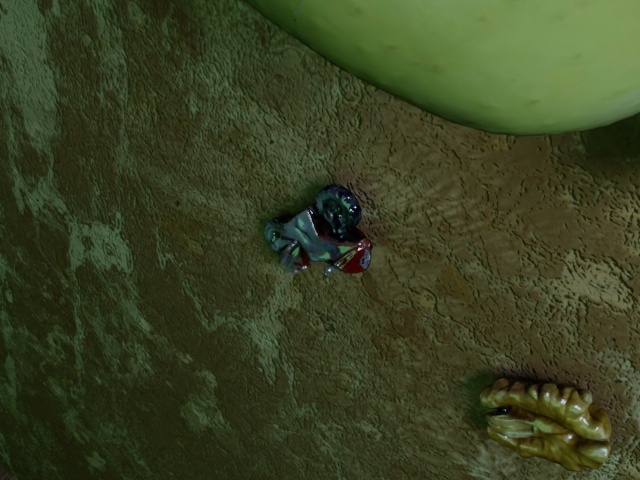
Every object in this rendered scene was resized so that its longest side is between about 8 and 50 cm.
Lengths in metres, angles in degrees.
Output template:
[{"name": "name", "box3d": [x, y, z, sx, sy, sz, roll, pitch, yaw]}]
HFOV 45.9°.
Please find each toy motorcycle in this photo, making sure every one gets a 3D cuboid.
[{"name": "toy motorcycle", "box3d": [0.001, 0.000, 1.042, 0.213, 0.082, 0.122, -25, 93, 55]}]

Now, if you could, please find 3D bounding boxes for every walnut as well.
[{"name": "walnut", "box3d": [0.296, 0.231, 0.989, 0.170, 0.069, 0.142, 8, 126, 36]}]

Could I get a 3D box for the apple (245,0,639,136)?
[{"name": "apple", "box3d": [0.120, -0.307, 0.465, 0.474, 0.473, 0.473, 21, 131, 25]}]
